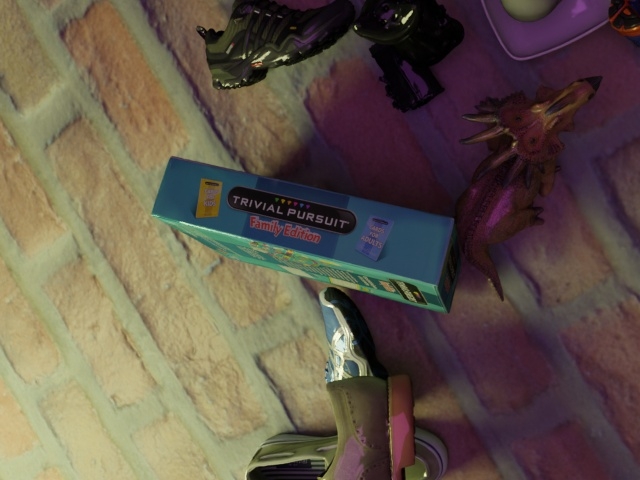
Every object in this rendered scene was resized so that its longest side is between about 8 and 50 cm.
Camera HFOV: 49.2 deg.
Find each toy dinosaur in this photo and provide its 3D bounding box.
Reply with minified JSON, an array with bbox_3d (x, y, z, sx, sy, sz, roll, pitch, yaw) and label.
[{"bbox_3d":[0.213,-0.062,0.823,0.127,0.200,0.295,19,107,14],"label":"toy dinosaur"}]

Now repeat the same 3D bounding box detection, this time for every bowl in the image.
[{"bbox_3d":[0.267,-0.298,0.833,0.142,0.053,0.142,-22,94,21],"label":"bowl"}]

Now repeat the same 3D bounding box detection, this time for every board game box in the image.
[{"bbox_3d":[0.000,0.000,0.878,0.336,0.254,0.079,13,81,15],"label":"board game box"}]

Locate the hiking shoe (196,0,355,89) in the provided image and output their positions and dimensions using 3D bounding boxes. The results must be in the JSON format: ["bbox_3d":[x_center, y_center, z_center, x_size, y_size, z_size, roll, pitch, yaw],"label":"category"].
[{"bbox_3d":[-0.067,-0.286,0.931,0.227,0.086,0.114,-19,98,22],"label":"hiking shoe"}]

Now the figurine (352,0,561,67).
[{"bbox_3d":[0.154,-0.259,0.741,0.215,0.209,0.092,-18,96,24],"label":"figurine"}]

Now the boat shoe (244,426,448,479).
[{"bbox_3d":[0.034,0.339,1.025,0.302,0.094,0.109,-10,98,19],"label":"boat shoe"}]

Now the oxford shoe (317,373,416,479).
[{"bbox_3d":[0.056,0.350,0.922,0.130,0.123,0.348,1,82,4],"label":"oxford shoe"}]

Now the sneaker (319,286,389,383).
[{"bbox_3d":[0.037,0.169,0.997,0.081,0.080,0.211,-20,93,18],"label":"sneaker"}]

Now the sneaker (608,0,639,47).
[{"bbox_3d":[0.412,-0.305,0.775,0.221,0.087,0.083,-50,43,9],"label":"sneaker"}]

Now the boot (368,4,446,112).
[{"bbox_3d":[0.128,-0.230,0.900,0.121,0.045,0.099,-28,89,29],"label":"boot"}]
